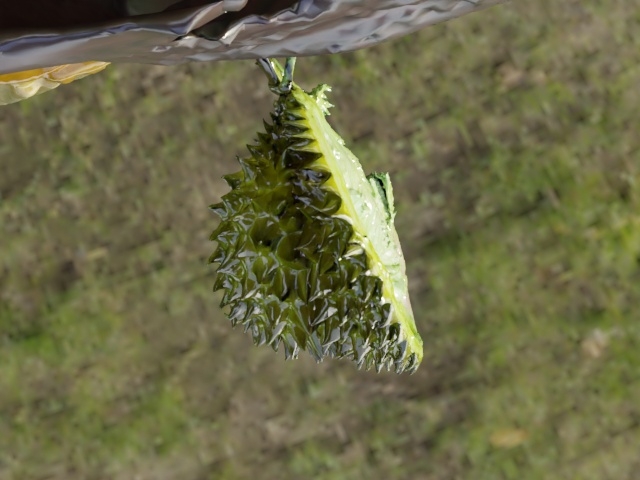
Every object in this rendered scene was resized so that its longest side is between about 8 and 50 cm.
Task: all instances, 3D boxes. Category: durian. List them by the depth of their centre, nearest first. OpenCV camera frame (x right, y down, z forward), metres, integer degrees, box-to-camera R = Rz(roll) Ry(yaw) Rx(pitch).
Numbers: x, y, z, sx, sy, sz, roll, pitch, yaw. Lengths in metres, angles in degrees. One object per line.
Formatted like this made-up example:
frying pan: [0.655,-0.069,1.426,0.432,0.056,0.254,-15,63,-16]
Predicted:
durian: [0.000,0.000,0.874,0.086,0.100,0.215,-3,142,21]

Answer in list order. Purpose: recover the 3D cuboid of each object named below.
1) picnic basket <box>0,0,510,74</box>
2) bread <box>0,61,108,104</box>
picnic basket: [-0.017,-0.185,0.510,0.223,0.296,0.129,-8,169,20]
bread: [-0.202,-0.269,1.024,0.236,0.388,0.183,-22,-176,-20]
